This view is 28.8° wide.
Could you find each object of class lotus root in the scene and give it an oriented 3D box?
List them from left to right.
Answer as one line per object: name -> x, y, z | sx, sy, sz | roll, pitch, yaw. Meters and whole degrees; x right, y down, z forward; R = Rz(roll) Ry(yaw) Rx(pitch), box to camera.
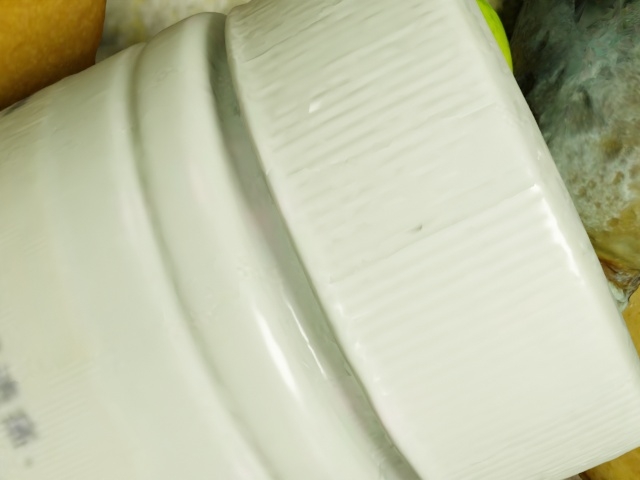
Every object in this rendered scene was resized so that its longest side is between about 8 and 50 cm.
lotus root -> 0.207, -0.130, 0.716 | 0.175, 0.175, 0.350 | 27, 81, -44

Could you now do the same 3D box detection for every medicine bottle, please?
medicine bottle -> -0.069, 0.041, 0.433 | 0.332, 0.190, 0.190 | -24, 132, 14

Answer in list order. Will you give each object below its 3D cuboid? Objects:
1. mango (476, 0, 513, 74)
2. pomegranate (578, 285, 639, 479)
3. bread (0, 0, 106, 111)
mango -> -0.008, 0.002, 0.604 | 0.185, 0.149, 0.273 | 4, 101, -33
pomegranate -> 0.261, 0.091, 0.821 | 0.233, 0.233, 0.233 | -18, 119, -34
bread -> -0.151, -0.152, 0.431 | 0.174, 0.121, 0.246 | -4, 109, -38
